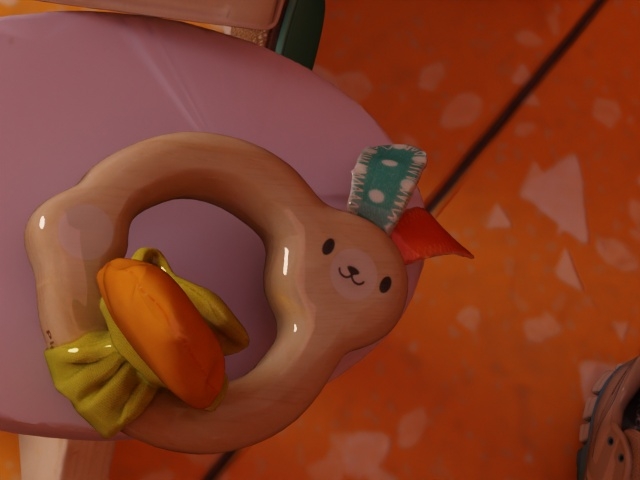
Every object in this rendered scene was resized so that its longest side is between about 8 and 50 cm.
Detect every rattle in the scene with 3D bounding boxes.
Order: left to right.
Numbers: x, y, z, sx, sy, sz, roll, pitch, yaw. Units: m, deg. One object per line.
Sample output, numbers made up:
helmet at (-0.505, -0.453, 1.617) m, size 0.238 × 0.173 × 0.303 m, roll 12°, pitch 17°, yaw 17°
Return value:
rattle at (0.000, 0.000, 0.577) m, size 0.200 × 0.143 × 0.130 m, roll -10°, pitch 67°, yaw -25°

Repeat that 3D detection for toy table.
toy table at (-0.109, 0.005, 0.685) m, size 0.274 × 0.161 × 0.252 m, roll 12°, pitch 71°, yaw -25°

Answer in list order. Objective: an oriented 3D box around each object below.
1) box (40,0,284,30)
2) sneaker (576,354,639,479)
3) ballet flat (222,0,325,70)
box at (-0.103, -0.225, 0.724) m, size 0.148 × 0.121 × 0.311 m, roll 6°, pitch 30°, yaw -17°
sneaker at (0.157, 0.137, 0.784) m, size 0.071 × 0.083 × 0.190 m, roll 9°, pitch 65°, yaw 2°
ballet flat at (-0.022, -0.154, 0.858) m, size 0.067 × 0.073 × 0.206 m, roll 12°, pitch 60°, yaw 15°
